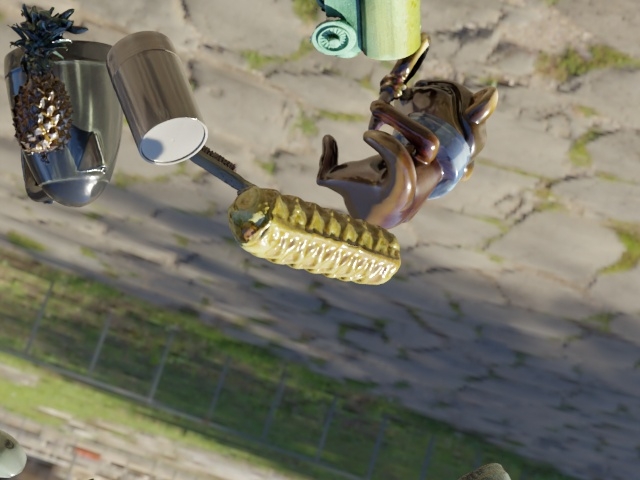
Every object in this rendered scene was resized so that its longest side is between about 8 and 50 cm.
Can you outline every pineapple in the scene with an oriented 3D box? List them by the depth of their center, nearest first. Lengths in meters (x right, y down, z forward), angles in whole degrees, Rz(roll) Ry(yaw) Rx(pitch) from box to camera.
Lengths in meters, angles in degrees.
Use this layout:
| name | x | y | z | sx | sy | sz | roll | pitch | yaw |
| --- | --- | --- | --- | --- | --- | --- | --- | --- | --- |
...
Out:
| name | x | y | z | sx | sy | sz | roll | pitch | yaw |
| --- | --- | --- | --- | --- | --- | --- | --- | --- | --- |
| pineapple | -0.379 | -0.214 | 1.617 | 0.103 | 0.221 | 0.083 | 10 | -168 | 34 |

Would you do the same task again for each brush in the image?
| name | x | y | z | sx | sy | sz | roll | pitch | yaw |
| --- | --- | --- | --- | --- | --- | --- | --- | --- | --- |
| brush | -0.165 | -0.125 | 2.414 | 0.248 | 0.036 | 0.043 | 33 | 143 | 15 |

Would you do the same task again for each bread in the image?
| name | x | y | z | sx | sy | sz | roll | pitch | yaw |
| --- | --- | --- | --- | --- | --- | --- | --- | --- | --- |
| bread | 0.001 | -0.001 | 1.532 | 0.077 | 0.084 | 0.367 | -15 | 163 | 29 |

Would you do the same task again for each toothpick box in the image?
| name | x | y | z | sx | sy | sz | roll | pitch | yaw |
| --- | --- | --- | --- | --- | --- | --- | --- | --- | --- |
| toothpick box | -0.246 | -0.215 | 1.746 | 0.111 | 0.181 | 0.111 | -18 | 150 | -11 |

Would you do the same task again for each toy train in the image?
| name | x | y | z | sx | sy | sz | roll | pitch | yaw |
| --- | --- | --- | --- | --- | --- | --- | --- | --- | --- |
| toy train | 0.067 | -0.400 | 1.731 | 0.189 | 0.126 | 0.307 | -7 | 140 | -1 |

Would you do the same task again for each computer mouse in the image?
| name | x | y | z | sx | sy | sz | roll | pitch | yaw |
| --- | --- | --- | --- | --- | --- | --- | --- | --- | --- |
| computer mouse | -0.384 | 0.230 | 1.316 | 0.110 | 0.056 | 0.032 | 18 | 119 | -11 |

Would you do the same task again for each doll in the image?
| name | x | y | z | sx | sy | sz | roll | pitch | yaw |
| --- | --- | --- | --- | --- | --- | --- | --- | --- | --- |
| doll | 0.144 | -0.161 | 2.018 | 0.209 | 0.340 | 0.318 | 31 | 145 | 28 |

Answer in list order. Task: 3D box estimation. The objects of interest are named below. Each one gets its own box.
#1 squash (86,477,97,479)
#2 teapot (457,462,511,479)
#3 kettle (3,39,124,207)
| name | x | y | z | sx | sy | sz | roll | pitch | yaw |
| --- | --- | --- | --- | --- | --- | --- | --- | --- | --- |
| squash | -0.286 | 0.320 | 1.158 | 0.090 | 0.200 | 0.075 | 47 | 161 | 19 |
| teapot | 0.215 | 0.387 | 1.602 | 0.111 | 0.108 | 0.149 | 5 | 134 | -47 |
| kettle | -0.454 | -0.188 | 2.032 | 0.251 | 0.271 | 0.207 | -9 | 174 | 15 |
